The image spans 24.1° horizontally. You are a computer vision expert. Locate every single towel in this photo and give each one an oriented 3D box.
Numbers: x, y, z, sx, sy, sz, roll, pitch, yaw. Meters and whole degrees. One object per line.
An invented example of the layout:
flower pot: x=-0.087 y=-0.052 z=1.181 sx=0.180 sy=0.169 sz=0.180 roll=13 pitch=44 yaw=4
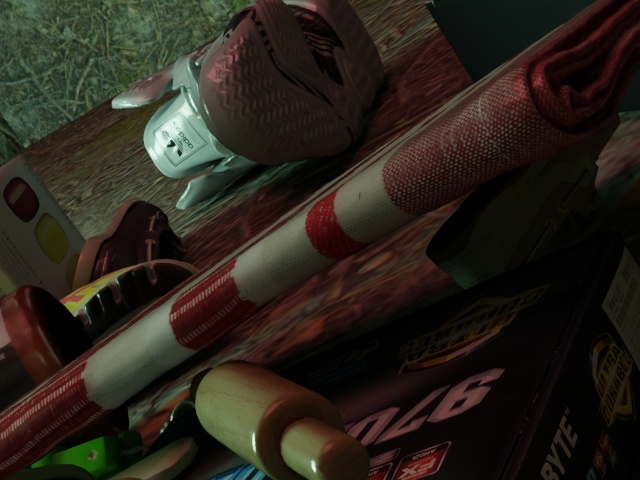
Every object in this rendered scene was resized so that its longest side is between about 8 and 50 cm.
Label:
towel: x=0.000 y=0.000 z=0.626 sx=0.329 sy=0.037 sz=0.237 roll=-33 pitch=2 yaw=32

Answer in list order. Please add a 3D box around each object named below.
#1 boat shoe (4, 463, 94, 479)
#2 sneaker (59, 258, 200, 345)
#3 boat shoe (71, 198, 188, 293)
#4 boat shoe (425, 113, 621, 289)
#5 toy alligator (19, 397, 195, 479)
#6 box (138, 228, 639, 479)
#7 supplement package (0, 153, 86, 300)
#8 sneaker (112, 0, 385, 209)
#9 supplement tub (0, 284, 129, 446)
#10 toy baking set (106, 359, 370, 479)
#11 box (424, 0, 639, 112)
boat shoe: x=-0.176 y=0.180 z=0.625 sx=0.233 sy=0.084 sz=0.079 roll=-33 pitch=49 yaw=-29
sneaker: x=-0.153 y=0.073 z=0.936 sx=0.208 sy=0.081 sz=0.094 roll=-25 pitch=7 yaw=10
boat shoe: x=-0.138 y=0.018 z=1.166 sx=0.064 sy=0.075 sz=0.206 roll=12 pitch=13 yaw=4
boat shoe: x=0.101 y=-0.019 z=0.693 sx=0.135 sy=0.045 sz=0.050 roll=-44 pitch=9 yaw=-31
toy alligator: x=-0.117 y=0.116 z=0.740 sx=0.189 sy=0.056 sz=0.051 roll=-19 pitch=-26 yaw=27
box: x=0.002 y=0.093 z=0.509 sx=0.220 sy=0.051 sz=0.175 roll=-25 pitch=16 yaw=33
supplement package: x=-0.261 y=0.043 z=1.143 sx=0.133 sy=0.139 sz=0.244 roll=-34 pitch=13 yaw=7
sneaker: x=-0.075 y=-0.103 z=1.252 sx=0.210 sy=0.137 sz=0.366 roll=-30 pitch=8 yaw=19
supplement tub: x=-0.212 y=0.117 z=0.827 sx=0.198 sy=0.106 sz=0.106 roll=-33 pitch=13 yaw=1
toy baking set: x=-0.086 y=0.105 z=0.494 sx=0.196 sy=0.030 sz=0.256 roll=-36 pitch=13 yaw=-9
box: x=0.217 y=-0.181 z=0.875 sx=0.261 sy=0.103 sz=0.184 roll=-37 pitch=10 yaw=-16
